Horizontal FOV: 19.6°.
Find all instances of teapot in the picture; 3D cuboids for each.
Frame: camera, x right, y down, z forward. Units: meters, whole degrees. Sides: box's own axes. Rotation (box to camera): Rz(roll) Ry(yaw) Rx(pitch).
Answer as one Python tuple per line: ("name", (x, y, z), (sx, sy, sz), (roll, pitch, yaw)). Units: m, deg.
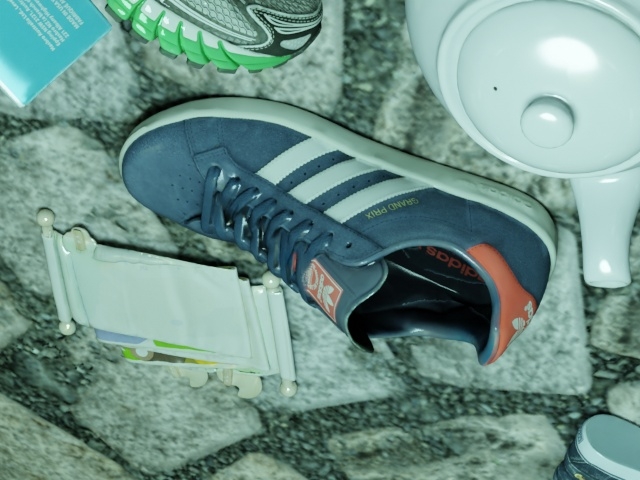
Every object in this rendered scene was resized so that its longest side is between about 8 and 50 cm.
("teapot", (0.159, -0.134, 1.188), (0.256, 0.187, 0.252), (30, 136, -6))

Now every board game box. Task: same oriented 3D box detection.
("board game box", (-0.284, -0.231, 1.198), (0.254, 0.079, 0.336), (50, 174, -26))

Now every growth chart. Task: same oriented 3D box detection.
("growth chart", (-0.132, 0.063, 1.615), (0.237, 0.021, 0.172), (13, 136, 9))

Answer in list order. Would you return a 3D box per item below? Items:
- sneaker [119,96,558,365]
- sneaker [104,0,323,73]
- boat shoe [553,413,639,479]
("sneaker", (0.000, 0.000, 1.409), (0.350, 0.148, 0.131), (14, 136, 9))
("sneaker", (-0.114, -0.244, 1.232), (0.146, 0.134, 0.343), (-34, 122, 25))
("boat shoe", (0.290, 0.215, 1.569), (0.183, 0.065, 0.083), (28, 139, 3))
